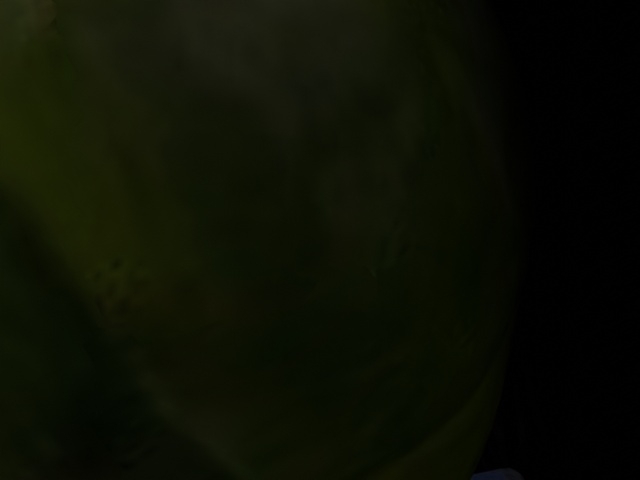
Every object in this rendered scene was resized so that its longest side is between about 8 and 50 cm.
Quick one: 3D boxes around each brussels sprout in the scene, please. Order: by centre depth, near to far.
[{"bbox_3d":[-0.100,0.016,0.458,0.289,0.355,0.281,65,-159,-48],"label":"brussels sprout"}]

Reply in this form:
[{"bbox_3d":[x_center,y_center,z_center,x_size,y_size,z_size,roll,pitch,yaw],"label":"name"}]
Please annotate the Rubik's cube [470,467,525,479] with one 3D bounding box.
[{"bbox_3d":[0.007,0.254,0.551,0.237,0.237,0.238,-84,-19,-81],"label":"Rubik's cube"}]
